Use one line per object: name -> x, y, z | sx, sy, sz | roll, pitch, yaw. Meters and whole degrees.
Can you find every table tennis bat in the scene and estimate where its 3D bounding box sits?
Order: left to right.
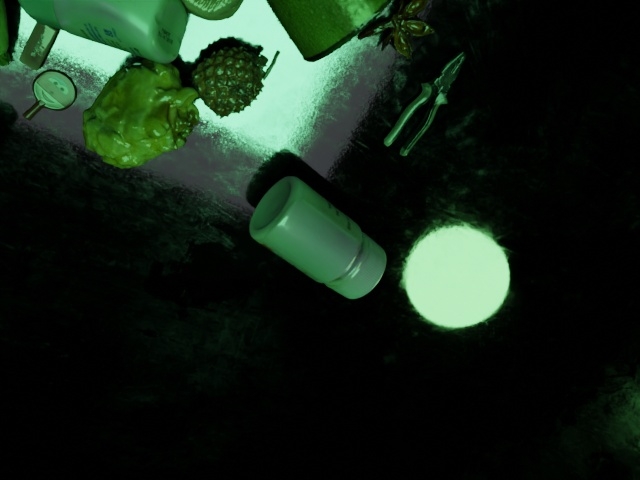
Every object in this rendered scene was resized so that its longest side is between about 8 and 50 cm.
table tennis bat -> -0.684, -0.357, 1.286 | 0.154, 0.019, 0.098 | -38, 121, 9

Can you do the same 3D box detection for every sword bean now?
sword bean -> -0.128, -0.456, 1.342 | 0.012, 0.012, 0.083 | 24, 112, -24

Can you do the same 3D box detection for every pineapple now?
pineapple -> -0.213, -0.401, 1.276 | 0.193, 0.166, 0.166 | -29, 122, 7

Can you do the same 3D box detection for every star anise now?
star anise -> 0.219, -0.548, 1.333 | 0.212, 0.053, 0.157 | -43, 119, 13

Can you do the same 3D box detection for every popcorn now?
popcorn -> -0.428, -0.303, 1.231 | 0.286, 0.252, 0.215 | -61, 150, -7

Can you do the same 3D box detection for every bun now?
bun -> -0.250, -0.604, 1.164 | 0.178, 0.128, 0.193 | 25, 101, -24

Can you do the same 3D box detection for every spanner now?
spanner -> 0.304, -0.387, 1.455 | 0.095, 0.040, 0.325 | 25, 114, -23

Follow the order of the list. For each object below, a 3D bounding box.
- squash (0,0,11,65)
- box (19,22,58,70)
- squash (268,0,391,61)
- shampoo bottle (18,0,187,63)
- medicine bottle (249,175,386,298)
squash -> -0.738, -0.546, 1.085 | 0.118, 0.118, 0.371 | 1, 142, -12
box -> -0.669, -0.463, 1.219 | 0.048, 0.025, 0.115 | 30, 110, -27
squash -> -0.012, -0.607, 1.109 | 0.310, 0.310, 0.309 | -39, 118, 12
shampoo bottle -> -0.481, -0.506, 1.110 | 0.349, 0.222, 0.151 | 18, 98, 4
medicine bottle -> 0.000, 0.000, 1.521 | 0.388, 0.219, 0.219 | 35, 109, -27
